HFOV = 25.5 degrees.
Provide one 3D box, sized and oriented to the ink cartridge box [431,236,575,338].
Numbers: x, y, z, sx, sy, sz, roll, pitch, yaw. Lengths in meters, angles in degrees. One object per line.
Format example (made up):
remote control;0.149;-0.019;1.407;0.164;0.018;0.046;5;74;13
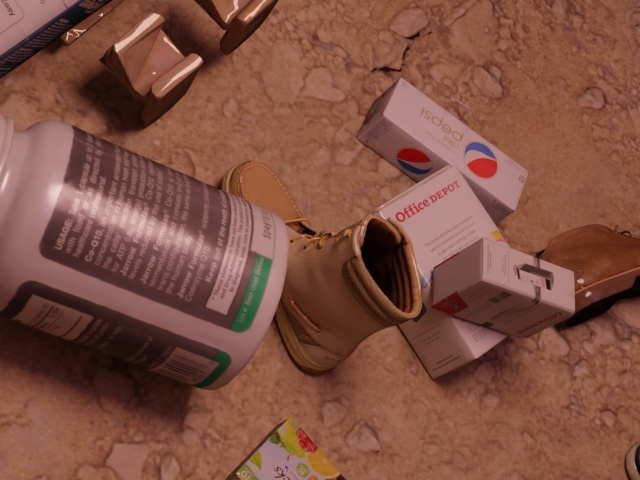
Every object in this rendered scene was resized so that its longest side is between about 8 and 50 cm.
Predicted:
ink cartridge box;0.210;0.057;1.622;0.135;0.099;0.056;20;58;-26

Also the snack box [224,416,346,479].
snack box;-0.023;0.277;1.525;0.141;0.037;0.100;48;53;-3

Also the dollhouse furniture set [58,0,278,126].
dollhouse furniture set;-0.195;-0.383;1.675;0.394;0.256;0.362;-43;92;-17

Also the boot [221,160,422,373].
boot;0.000;0.000;1.568;0.095;0.203;0.262;-16;78;-37

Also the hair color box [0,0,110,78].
hair color box;-0.310;-0.291;1.446;0.174;0.347;0.105;57;7;-2

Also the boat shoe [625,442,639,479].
boat shoe;0.512;0.280;1.827;0.254;0.079;0.095;9;61;-29

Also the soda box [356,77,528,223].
soda box;0.158;-0.109;1.807;0.216;0.069;0.074;35;54;-13

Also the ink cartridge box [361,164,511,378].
ink cartridge box;0.151;0.035;1.717;0.154;0.093;0.212;-31;88;-38

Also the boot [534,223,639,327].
boot;0.415;0.016;1.888;0.305;0.112;0.115;-15;65;-34

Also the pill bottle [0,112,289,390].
pill bottle;-0.231;0.002;1.426;0.361;0.204;0.204;23;57;-21
